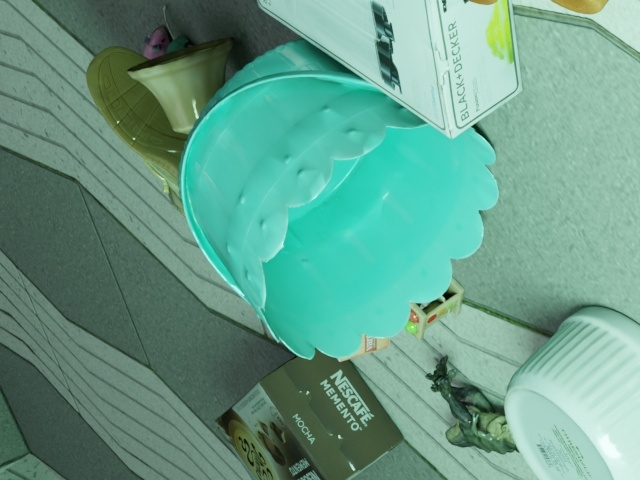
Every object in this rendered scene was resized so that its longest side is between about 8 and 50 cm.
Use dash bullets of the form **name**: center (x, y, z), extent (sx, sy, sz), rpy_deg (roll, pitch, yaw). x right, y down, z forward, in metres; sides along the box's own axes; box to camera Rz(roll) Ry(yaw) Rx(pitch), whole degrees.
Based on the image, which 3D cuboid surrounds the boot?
- **boot**: center (-0.176, -0.111, 2.368), extent (0.262, 0.095, 0.203), rpy_deg (41, 171, 1)

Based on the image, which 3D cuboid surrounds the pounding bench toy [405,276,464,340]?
- **pounding bench toy**: center (0.109, 0.072, 2.111), extent (0.052, 0.065, 0.083), rpy_deg (47, 158, 22)

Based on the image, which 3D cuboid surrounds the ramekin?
- **ramekin**: center (0.266, 0.176, 1.857), extent (0.207, 0.109, 0.207), rpy_deg (45, 157, 25)

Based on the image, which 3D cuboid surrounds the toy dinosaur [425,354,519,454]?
- **toy dinosaur**: center (0.165, 0.189, 2.176), extent (0.118, 0.064, 0.268), rpy_deg (51, 163, -6)

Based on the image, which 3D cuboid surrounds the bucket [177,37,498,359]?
- **bucket**: center (0.009, -0.047, 1.886), extent (0.183, 0.281, 0.281), rpy_deg (46, 157, 36)

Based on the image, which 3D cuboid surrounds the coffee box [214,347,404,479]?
- **coffee box**: center (-0.021, 0.248, 2.583), extent (0.168, 0.119, 0.297), rpy_deg (56, 160, 4)

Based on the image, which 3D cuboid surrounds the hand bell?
- **hand bell**: center (-0.123, -0.094, 2.223), extent (0.126, 0.126, 0.242), rpy_deg (7, 116, 64)

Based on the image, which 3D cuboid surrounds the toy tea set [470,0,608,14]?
- **toy tea set**: center (0.175, -0.260, 1.464), extent (0.200, 0.124, 0.336), rpy_deg (34, 170, -33)

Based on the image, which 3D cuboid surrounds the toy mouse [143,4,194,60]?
- **toy mouse**: center (-0.178, -0.215, 2.367), extent (0.161, 0.031, 0.143), rpy_deg (36, 152, 42)

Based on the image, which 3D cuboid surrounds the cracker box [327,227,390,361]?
- **cracker box**: center (0.000, 0.000, 2.142), extent (0.232, 0.067, 0.156), rpy_deg (-128, 31, -47)

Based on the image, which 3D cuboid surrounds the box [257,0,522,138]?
- **box**: center (0.047, -0.233, 1.764), extent (0.290, 0.087, 0.169), rpy_deg (38, 153, 41)
